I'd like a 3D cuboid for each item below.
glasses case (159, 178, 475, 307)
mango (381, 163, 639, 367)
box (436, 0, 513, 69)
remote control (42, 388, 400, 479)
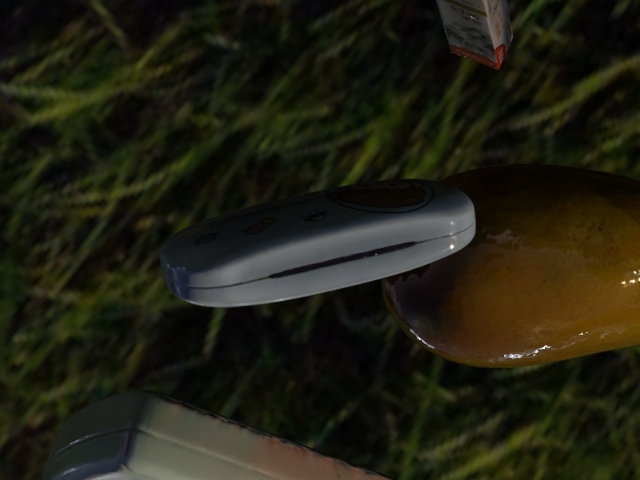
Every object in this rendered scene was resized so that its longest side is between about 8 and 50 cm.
[{"bbox_3d":[0.000,0.000,0.979,0.067,0.178,0.045,-141,43,-60],"label":"glasses case"},{"bbox_3d":[0.211,0.025,1.581,0.317,0.173,0.211,1,153,-11],"label":"mango"},{"bbox_3d":[0.135,-0.210,1.578,0.055,0.040,0.218,23,172,15],"label":"box"},{"bbox_3d":[0.022,0.164,0.964,0.344,0.050,0.145,23,154,-20],"label":"remote control"}]
